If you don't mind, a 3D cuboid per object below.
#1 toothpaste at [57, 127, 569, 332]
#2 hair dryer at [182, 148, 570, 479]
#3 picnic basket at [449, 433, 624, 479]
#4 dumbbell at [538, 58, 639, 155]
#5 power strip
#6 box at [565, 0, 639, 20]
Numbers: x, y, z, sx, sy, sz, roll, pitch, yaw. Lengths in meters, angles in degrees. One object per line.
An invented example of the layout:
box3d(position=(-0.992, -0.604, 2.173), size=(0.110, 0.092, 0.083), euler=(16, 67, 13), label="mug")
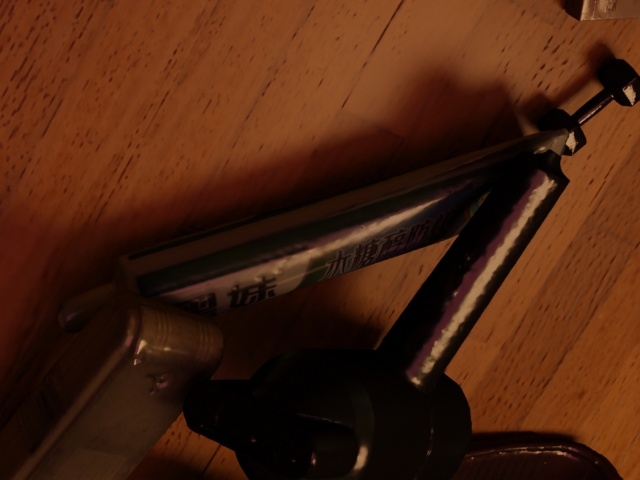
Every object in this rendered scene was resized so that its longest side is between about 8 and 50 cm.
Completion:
box3d(position=(0.000, 0.000, 1.113), size=(0.392, 0.061, 0.098), euler=(-17, 153, -14), label="toothpaste")
box3d(position=(0.060, 0.054, 1.077), size=(0.302, 0.116, 0.244), euler=(-58, 155, 11), label="hair dryer")
box3d(position=(0.185, 0.308, 1.249), size=(0.222, 0.297, 0.129), euler=(-4, 136, -29), label="picnic basket")
box3d(position=(0.205, -0.100, 1.164), size=(0.083, 0.036, 0.040), euler=(-40, 127, 1), label="dumbbell")
box3d(position=(-0.210, 0.184, 1.092), size=(0.092, 0.066, 0.387), euler=(21, 118, -42), label="power strip")
box3d(position=(0.223, -0.190, 1.130), size=(0.083, 0.024, 0.053), euler=(-4, 118, -20), label="box")
